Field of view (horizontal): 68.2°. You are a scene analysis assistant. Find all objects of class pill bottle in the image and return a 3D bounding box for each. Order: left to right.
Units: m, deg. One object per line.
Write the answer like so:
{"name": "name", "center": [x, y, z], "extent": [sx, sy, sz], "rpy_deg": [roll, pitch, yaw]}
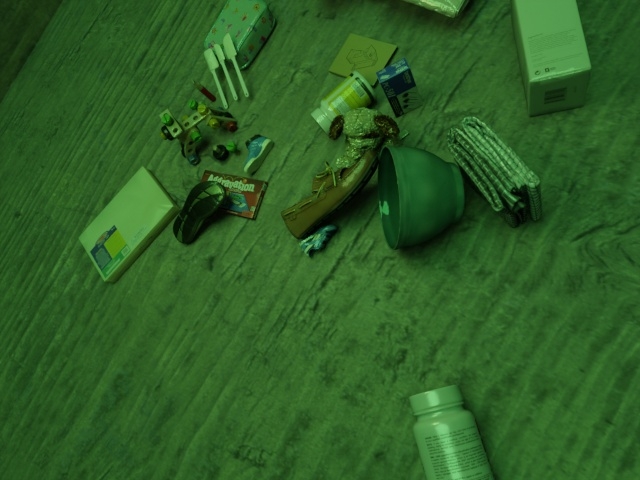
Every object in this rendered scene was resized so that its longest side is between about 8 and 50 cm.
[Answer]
{"name": "pill bottle", "center": [0.075, -0.457, 1.591], "extent": [0.208, 0.119, 0.119], "rpy_deg": [-40, 63, 8]}
{"name": "pill bottle", "center": [0.322, 0.514, 1.164], "extent": [0.160, 0.160, 0.283], "rpy_deg": [-21, 68, 17]}

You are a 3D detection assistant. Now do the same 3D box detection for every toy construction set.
{"name": "toy construction set", "center": [-0.474, -0.464, 1.766], "extent": [0.257, 0.237, 0.309], "rpy_deg": [-15, 69, 19]}

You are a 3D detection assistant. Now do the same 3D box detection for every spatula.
{"name": "spatula", "center": [-0.365, -0.648, 1.831], "extent": [0.168, 0.019, 0.242], "rpy_deg": [-16, 96, 35]}

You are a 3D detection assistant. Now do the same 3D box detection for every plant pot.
{"name": "plant pot", "center": [0.284, -0.126, 1.331], "extent": [0.196, 0.293, 0.294], "rpy_deg": [-4, 71, -3]}

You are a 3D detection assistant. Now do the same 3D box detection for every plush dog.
{"name": "plush dog", "center": [0.154, -0.329, 1.457], "extent": [0.262, 0.225, 0.211], "rpy_deg": [0, 74, 24]}

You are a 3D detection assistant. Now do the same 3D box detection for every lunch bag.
{"name": "lunch bag", "center": [-0.324, -0.839, 1.888], "extent": [0.224, 0.108, 0.279], "rpy_deg": [31, 88, 29]}

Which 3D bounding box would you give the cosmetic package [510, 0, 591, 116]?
{"name": "cosmetic package", "center": [0.639, -0.568, 1.337], "extent": [0.155, 0.197, 0.366], "rpy_deg": [-7, 73, 21]}

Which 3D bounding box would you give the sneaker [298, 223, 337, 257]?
{"name": "sneaker", "center": [0.000, 0.000, 1.524], "extent": [0.144, 0.053, 0.059], "rpy_deg": [-36, 65, 18]}

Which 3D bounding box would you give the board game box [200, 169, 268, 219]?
{"name": "board game box", "center": [-0.335, -0.171, 1.735], "extent": [0.281, 0.027, 0.145], "rpy_deg": [13, 79, 26]}

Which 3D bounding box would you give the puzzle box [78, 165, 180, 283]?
{"name": "puzzle box", "center": [-0.764, -0.065, 1.876], "extent": [0.409, 0.052, 0.272], "rpy_deg": [-46, 63, 5]}

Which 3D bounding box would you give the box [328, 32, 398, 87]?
{"name": "box", "center": [0.149, -0.640, 1.670], "extent": [0.201, 0.021, 0.165], "rpy_deg": [29, 87, 29]}

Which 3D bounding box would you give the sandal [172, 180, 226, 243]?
{"name": "sandal", "center": [-0.433, -0.108, 1.708], "extent": [0.302, 0.086, 0.120], "rpy_deg": [-43, 74, 32]}

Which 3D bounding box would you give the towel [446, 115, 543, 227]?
{"name": "towel", "center": [0.462, -0.172, 1.272], "extent": [0.121, 0.235, 0.284], "rpy_deg": [-36, 62, 12]}

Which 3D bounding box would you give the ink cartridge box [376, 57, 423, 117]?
{"name": "ink cartridge box", "center": [0.248, -0.469, 1.468], "extent": [0.097, 0.207, 0.046], "rpy_deg": [-23, 67, 16]}

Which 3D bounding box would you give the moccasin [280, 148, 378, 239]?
{"name": "moccasin", "center": [0.022, -0.159, 1.463], "extent": [0.380, 0.139, 0.147], "rpy_deg": [-38, 91, 36]}

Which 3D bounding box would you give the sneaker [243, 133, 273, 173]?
{"name": "sneaker", "center": [-0.249, -0.319, 1.723], "extent": [0.084, 0.058, 0.152], "rpy_deg": [32, 84, 22]}

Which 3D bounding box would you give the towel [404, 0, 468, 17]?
{"name": "towel", "center": [0.370, -0.894, 1.568], "extent": [0.331, 0.053, 0.317], "rpy_deg": [29, 71, 19]}
